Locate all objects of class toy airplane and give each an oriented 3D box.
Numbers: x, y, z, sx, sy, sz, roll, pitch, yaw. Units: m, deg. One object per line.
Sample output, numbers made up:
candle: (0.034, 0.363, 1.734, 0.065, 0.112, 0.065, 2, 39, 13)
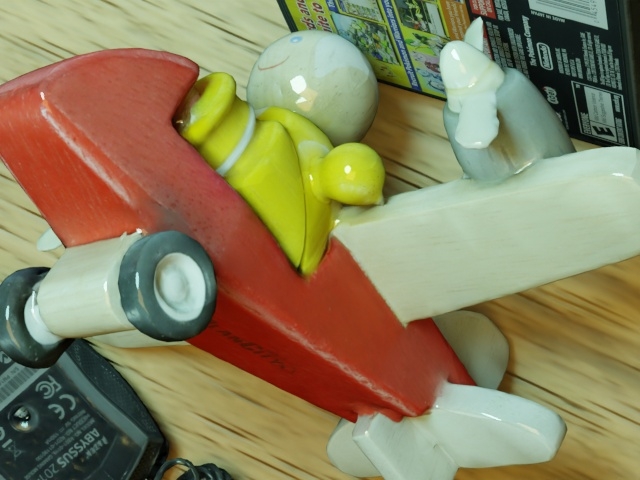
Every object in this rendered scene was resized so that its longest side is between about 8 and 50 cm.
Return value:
toy airplane: (0.000, 0.000, 1.096, 0.386, 0.384, 0.272, 9, 66, 3)

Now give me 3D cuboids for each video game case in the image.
video game case: (0.075, -0.155, 1.040, 0.248, 0.275, 0.035, 18, 71, 20)

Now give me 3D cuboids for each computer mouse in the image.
computer mouse: (-0.198, 0.139, 1.272, 0.188, 0.072, 0.272, -36, 102, 14)
